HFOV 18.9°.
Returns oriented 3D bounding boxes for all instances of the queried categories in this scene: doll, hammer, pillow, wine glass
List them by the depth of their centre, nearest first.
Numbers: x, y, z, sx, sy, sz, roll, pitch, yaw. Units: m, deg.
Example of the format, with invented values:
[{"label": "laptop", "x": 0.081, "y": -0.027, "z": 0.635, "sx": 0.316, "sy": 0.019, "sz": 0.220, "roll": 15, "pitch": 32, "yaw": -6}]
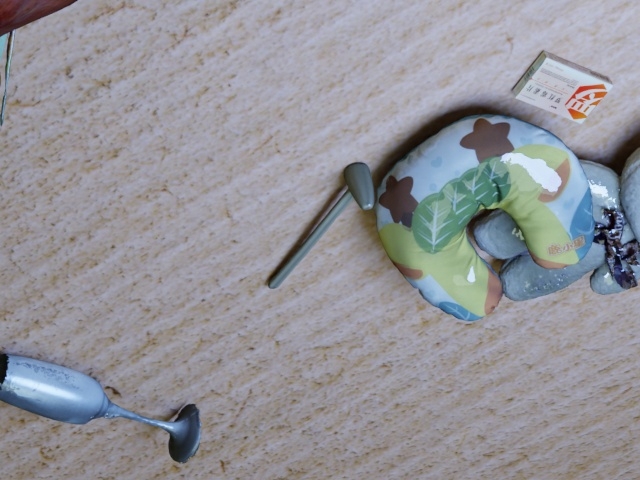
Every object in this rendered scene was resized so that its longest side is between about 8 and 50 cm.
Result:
[{"label": "pillow", "x": 0.174, "y": -0.030, "z": 2.048, "sx": 0.233, "sy": 0.086, "sz": 0.214, "roll": -31, "pitch": 113, "yaw": 19}, {"label": "hammer", "x": 0.000, "y": 0.000, "z": 2.086, "sx": 0.028, "sy": 0.060, "sz": 0.195, "roll": 17, "pitch": 131, "yaw": -29}, {"label": "doll", "x": 0.313, "y": -0.007, "z": 2.108, "sx": 0.278, "sy": 0.149, "sz": 0.175, "roll": -21, "pitch": 155, "yaw": 19}, {"label": "wine glass", "x": -0.260, "y": 0.185, "z": 2.183, "sx": 0.262, "sy": 0.074, "sz": 0.074, "roll": 21, "pitch": 125, "yaw": -30}]

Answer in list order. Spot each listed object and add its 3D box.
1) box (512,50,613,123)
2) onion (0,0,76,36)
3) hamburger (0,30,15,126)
[{"label": "box", "x": 0.254, "y": -0.160, "z": 2.022, "sx": 0.093, "sy": 0.015, "sz": 0.058, "roll": 19, "pitch": 124, "yaw": -29}, {"label": "onion", "x": -0.294, "y": -0.298, "z": 1.527, "sx": 0.354, "sy": 0.353, "sz": 0.353, "roll": -8, "pitch": 135, "yaw": -8}, {"label": "hamburger", "x": -0.409, "y": -0.150, "z": 1.756, "sx": 0.276, "sy": 0.150, "sz": 0.260, "roll": 17, "pitch": 126, "yaw": -28}]
